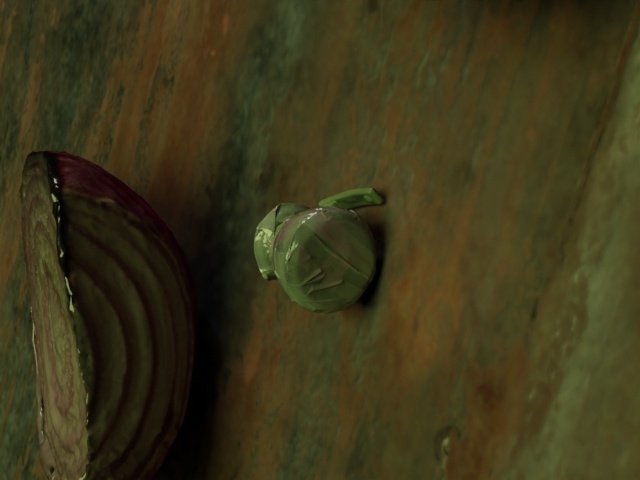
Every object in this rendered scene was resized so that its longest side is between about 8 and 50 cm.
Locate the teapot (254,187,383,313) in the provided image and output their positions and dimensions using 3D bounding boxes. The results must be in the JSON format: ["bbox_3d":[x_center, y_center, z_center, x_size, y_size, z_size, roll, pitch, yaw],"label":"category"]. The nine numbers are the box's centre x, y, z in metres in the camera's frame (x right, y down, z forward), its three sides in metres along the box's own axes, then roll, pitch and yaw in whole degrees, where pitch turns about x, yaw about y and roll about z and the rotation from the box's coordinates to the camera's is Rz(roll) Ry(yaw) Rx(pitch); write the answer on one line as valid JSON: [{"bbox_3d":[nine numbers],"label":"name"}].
[{"bbox_3d":[0.000,0.000,0.796,0.083,0.064,0.064,-51,31,-9],"label":"teapot"}]

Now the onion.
[{"bbox_3d":[-0.151,0.057,0.949,0.247,0.111,0.250,-169,74,-71],"label":"onion"}]
